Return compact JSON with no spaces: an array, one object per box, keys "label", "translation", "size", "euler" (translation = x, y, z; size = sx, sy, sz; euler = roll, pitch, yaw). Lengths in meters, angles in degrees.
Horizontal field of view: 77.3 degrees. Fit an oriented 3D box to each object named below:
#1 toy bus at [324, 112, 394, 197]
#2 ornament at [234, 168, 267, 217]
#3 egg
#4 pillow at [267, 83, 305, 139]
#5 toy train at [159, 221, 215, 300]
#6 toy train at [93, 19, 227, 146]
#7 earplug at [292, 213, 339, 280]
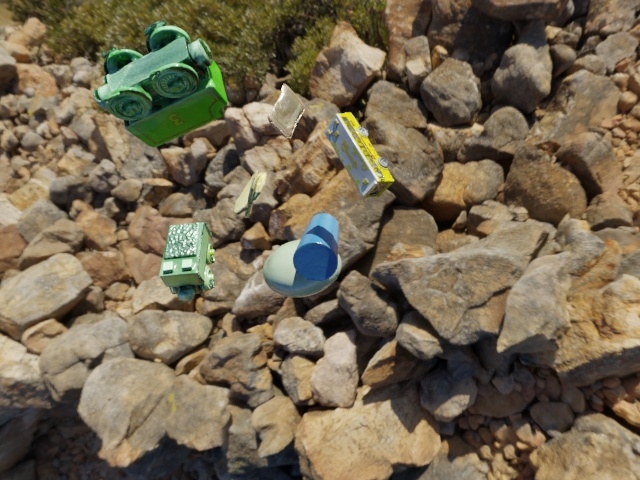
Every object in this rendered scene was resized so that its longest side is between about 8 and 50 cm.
[{"label":"toy bus","translation":[0.098,-0.218,1.009],"size":[0.081,0.074,0.226],"euler":[-44,66,45]},{"label":"ornament","translation":[-0.251,-0.194,1.475],"size":[0.201,0.059,0.180],"euler":[-49,28,42]},{"label":"egg","translation":[-0.064,0.098,1.425],"size":[0.283,0.203,0.202],"euler":[-10,84,-2]},{"label":"pillow","translation":[-0.132,-0.505,1.581],"size":[0.034,0.135,0.211],"euler":[-7,54,42]},{"label":"toy train","translation":[-0.458,0.068,1.397],"size":[0.159,0.188,0.271],"euler":[-5,53,-1]},{"label":"toy train","translation":[-0.309,-0.301,0.803],"size":[0.243,0.188,0.132],"euler":[-21,70,11]},{"label":"earplug","translation":[0.000,0.000,1.273],"size":[0.133,0.273,0.132],"euler":[3,118,6]}]
